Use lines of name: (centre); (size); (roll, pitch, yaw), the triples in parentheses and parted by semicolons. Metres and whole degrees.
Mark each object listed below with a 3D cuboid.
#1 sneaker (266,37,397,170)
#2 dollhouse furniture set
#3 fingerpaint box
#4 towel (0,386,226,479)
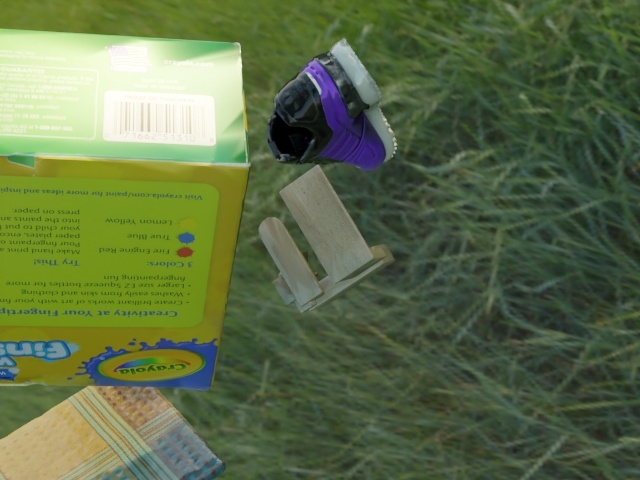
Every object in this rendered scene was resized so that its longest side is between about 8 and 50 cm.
sneaker: (0.002, -0.142, 1.473); (0.146, 0.293, 0.102); (-34, 71, -1)
dollhouse furniture set: (0.000, 0.000, 1.402); (0.144, 0.151, 0.123); (-34, 81, 21)
fingerpaint box: (-0.309, -0.019, 1.123); (0.371, 0.445, 0.163); (104, 165, -51)
towel: (-0.319, 0.300, 1.359); (0.271, 0.370, 0.040); (35, 151, 51)
